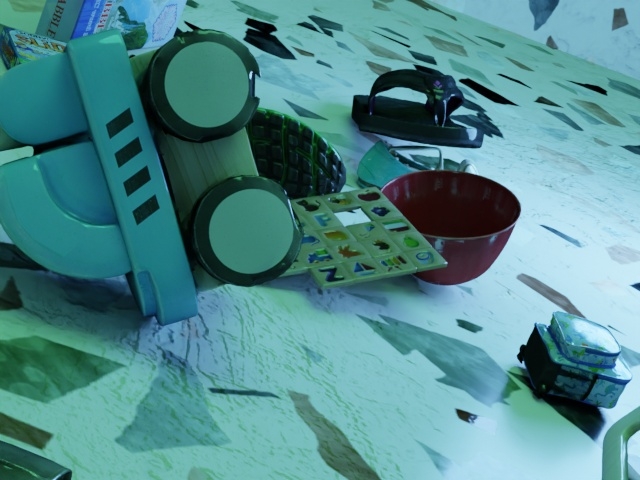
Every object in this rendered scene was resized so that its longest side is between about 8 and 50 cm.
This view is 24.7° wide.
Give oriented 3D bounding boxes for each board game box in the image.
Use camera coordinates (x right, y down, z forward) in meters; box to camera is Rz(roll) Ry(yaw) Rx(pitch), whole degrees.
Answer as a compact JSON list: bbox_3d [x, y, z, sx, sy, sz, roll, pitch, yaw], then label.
[{"bbox_3d":[-0.273,-0.437,2.203,0.066,0.319,0.318,30,22,15],"label":"board game box"},{"bbox_3d":[-0.337,-0.234,2.031,0.201,0.035,0.136,11,23,-28],"label":"board game box"}]

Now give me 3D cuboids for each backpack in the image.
[{"bbox_3d":[0.302,0.140,1.691,0.114,0.084,0.105,19,23,-16],"label":"backpack"}]

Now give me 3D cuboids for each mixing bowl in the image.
[{"bbox_3d":[0.159,-0.007,1.853,0.181,0.098,0.181,2,31,-1],"label":"mixing bowl"}]

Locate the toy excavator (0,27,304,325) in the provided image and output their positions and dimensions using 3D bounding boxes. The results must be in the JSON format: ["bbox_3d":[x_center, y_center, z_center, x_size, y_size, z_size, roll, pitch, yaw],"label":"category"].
[{"bbox_3d":[-0.287,-0.099,1.404,0.445,0.433,0.222,-18,6,-13],"label":"toy excavator"}]

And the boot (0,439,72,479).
[{"bbox_3d":[-0.300,0.166,1.039,0.208,0.076,0.189,32,23,5],"label":"boot"}]

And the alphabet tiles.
[{"bbox_3d":[0.000,0.000,1.722,0.237,0.009,0.198,-10,33,-21],"label":"alphabet tiles"}]

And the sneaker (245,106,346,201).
[{"bbox_3d":[-0.126,-0.140,1.875,0.343,0.134,0.146,22,20,-1],"label":"sneaker"}]

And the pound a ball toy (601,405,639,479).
[{"bbox_3d":[0.342,0.295,1.328,0.208,0.136,0.319,48,20,-5],"label":"pound a ball toy"}]

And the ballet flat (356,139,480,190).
[{"bbox_3d":[0.176,-0.086,2.120,0.247,0.087,0.083,18,20,-14],"label":"ballet flat"}]

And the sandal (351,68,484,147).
[{"bbox_3d":[0.131,-0.210,2.219,0.167,0.107,0.446,6,10,-12],"label":"sandal"}]
